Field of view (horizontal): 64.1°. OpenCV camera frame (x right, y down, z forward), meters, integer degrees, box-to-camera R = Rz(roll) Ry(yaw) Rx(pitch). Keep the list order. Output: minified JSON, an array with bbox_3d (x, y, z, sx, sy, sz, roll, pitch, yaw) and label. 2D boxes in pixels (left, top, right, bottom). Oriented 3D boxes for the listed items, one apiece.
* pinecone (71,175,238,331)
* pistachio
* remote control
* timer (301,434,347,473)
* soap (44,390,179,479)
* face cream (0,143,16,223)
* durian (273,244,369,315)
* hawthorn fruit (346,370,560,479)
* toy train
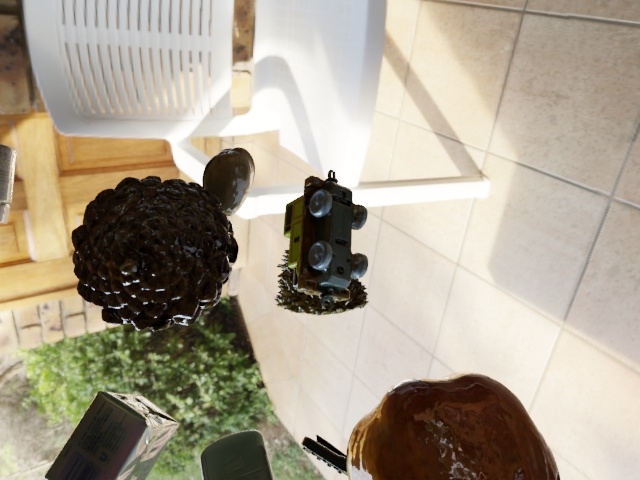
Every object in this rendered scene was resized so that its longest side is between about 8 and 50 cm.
[{"bbox_3d":[-0.303,0.021,0.967,0.298,0.296,0.242,35,123,3],"label":"pinecone"},{"bbox_3d":[-0.195,-0.124,1.081,0.113,0.113,0.149,31,115,47],"label":"pistachio"},{"bbox_3d":[-0.143,0.499,0.953,0.296,0.140,0.056,-119,15,-49],"label":"remote control"},{"bbox_3d":[0.040,0.593,1.395,0.187,0.055,0.144,25,158,19],"label":"timer"},{"bbox_3d":[-0.420,0.430,1.058,0.138,0.199,0.182,26,166,15],"label":"soap"},{"bbox_3d":[-0.678,-0.116,0.961,0.177,0.177,0.153,4,88,55],"label":"face cream"},{"bbox_3d":[-0.011,0.078,0.969,0.252,0.139,0.145,-4,68,46],"label":"durian"},{"bbox_3d":[0.299,0.536,1.135,0.471,0.471,0.472,22,118,51],"label":"hawthorn fruit"},{"bbox_3d":[0.000,0.000,0.774,0.127,0.089,0.220,-21,60,48],"label":"toy train"}]
